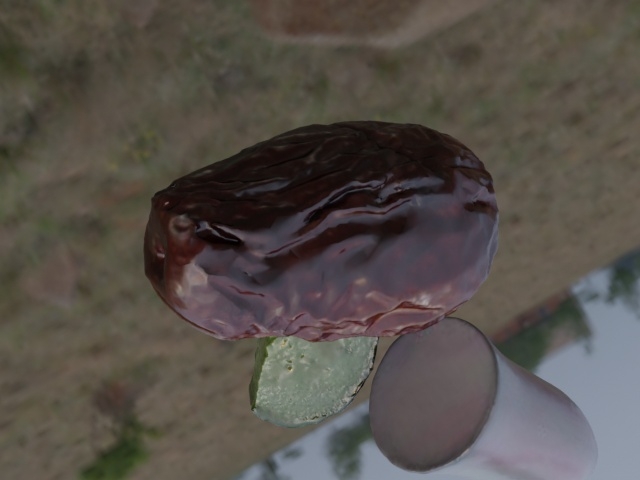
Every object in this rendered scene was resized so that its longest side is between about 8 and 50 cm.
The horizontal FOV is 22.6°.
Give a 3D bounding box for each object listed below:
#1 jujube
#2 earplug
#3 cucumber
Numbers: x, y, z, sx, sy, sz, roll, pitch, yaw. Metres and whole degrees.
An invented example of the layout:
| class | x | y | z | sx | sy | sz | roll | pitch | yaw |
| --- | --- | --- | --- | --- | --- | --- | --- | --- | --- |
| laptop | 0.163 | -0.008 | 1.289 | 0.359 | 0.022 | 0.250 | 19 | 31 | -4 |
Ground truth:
| class | x | y | z | sx | sy | sz | roll | pitch | yaw |
| --- | --- | --- | --- | --- | --- | --- | --- | --- | --- |
| jujube | 0.000 | 0.000 | 1.497 | 0.342 | 0.216 | 0.216 | -8 | 163 | -31 |
| earplug | 0.211 | 0.210 | 1.806 | 0.172 | 0.172 | 0.301 | -33 | 142 | 27 |
| cucumber | -0.015 | 0.095 | 1.711 | 0.191 | 0.191 | 0.130 | -31 | -174 | 10 |
